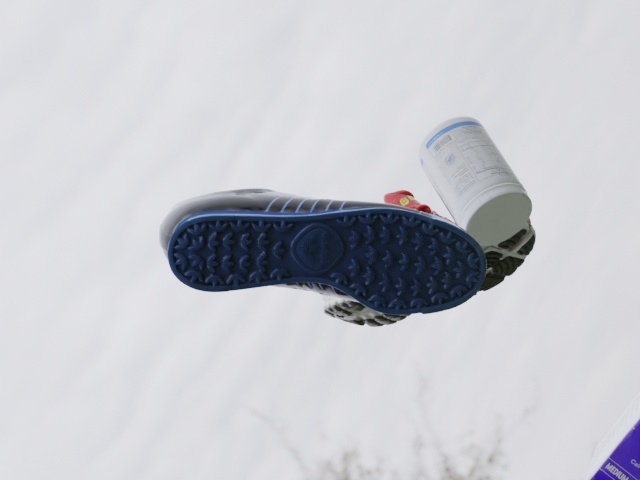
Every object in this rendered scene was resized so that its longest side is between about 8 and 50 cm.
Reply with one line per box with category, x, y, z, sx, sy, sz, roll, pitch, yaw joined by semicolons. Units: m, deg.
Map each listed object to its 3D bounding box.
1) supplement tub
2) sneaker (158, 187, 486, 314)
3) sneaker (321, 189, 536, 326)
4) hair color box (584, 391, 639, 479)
supplement tub;0.139;-0.055;1.670;0.071;0.107;0.071;-17;-38;-14
sneaker;0.000;0.000;1.321;0.090;0.232;0.081;-117;35;-71
sneaker;0.096;0.000;1.856;0.107;0.279;0.118;17;-117;-40
hair color box;0.416;0.133;1.877;0.339;0.110;0.185;-55;-7;12
